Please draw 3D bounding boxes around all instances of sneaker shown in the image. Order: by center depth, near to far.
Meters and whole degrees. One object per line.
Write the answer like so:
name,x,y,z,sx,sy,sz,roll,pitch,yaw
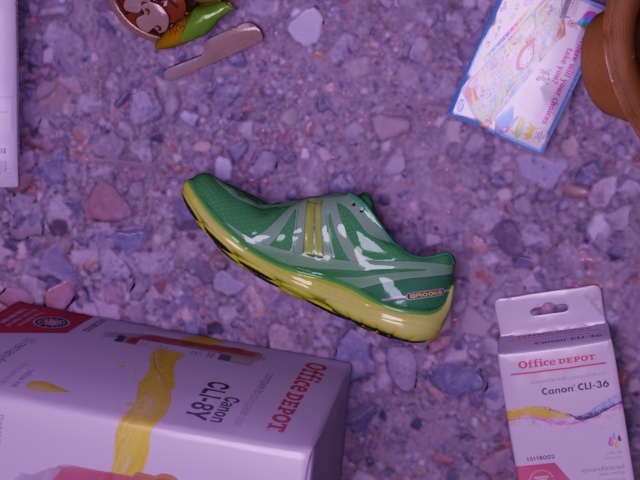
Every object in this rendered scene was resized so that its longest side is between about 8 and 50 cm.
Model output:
sneaker,0.000,0.000,1.168,0.295,0.109,0.123,26,82,5

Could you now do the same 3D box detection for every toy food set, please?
toy food set,-0.151,-0.252,1.134,0.132,0.038,0.192,-23,111,17

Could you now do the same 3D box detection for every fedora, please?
fedora,0.298,-0.162,1.064,0.079,0.194,0.194,-2,105,51

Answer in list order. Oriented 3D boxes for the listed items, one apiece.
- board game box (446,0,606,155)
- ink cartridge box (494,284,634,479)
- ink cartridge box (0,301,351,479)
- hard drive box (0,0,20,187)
board game box,0.200,-0.173,1.122,0.103,0.026,0.154,25,105,4
ink cartridge box,0.242,0.153,1.162,0.115,0.067,0.198,-10,100,12
ink cartridge box,-0.177,0.195,1.137,0.384,0.279,0.160,10,102,7
hard drive box,-0.395,-0.172,1.158,0.181,0.089,0.232,-1,103,-18
